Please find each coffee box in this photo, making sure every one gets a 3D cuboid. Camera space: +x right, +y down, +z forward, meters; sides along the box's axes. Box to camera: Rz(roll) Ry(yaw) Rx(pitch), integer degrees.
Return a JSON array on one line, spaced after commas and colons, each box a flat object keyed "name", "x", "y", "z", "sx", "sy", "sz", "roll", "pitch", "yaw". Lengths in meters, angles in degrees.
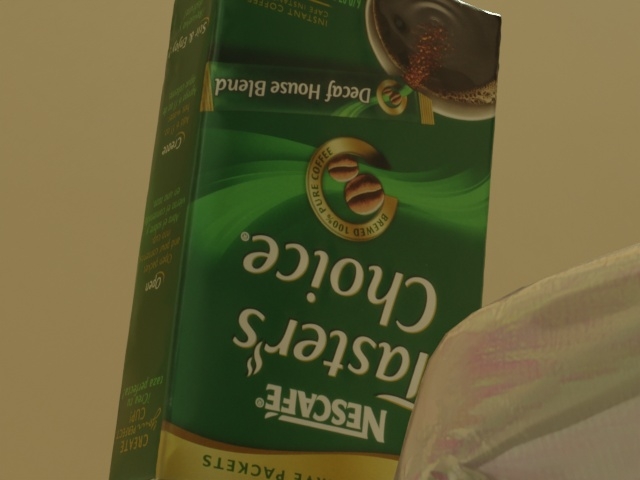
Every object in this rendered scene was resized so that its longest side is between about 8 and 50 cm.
[{"name": "coffee box", "x": 0.000, "y": 0.000, "z": 0.582, "sx": 0.113, "sy": 0.040, "sz": 0.184, "roll": 17, "pitch": -110, "yaw": -27}]

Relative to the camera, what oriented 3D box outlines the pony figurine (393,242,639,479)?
[{"name": "pony figurine", "x": 0.033, "y": 0.170, "z": 0.434, "sx": 0.351, "sy": 0.363, "sz": 0.303, "roll": -3, "pitch": -118, "yaw": 28}]
